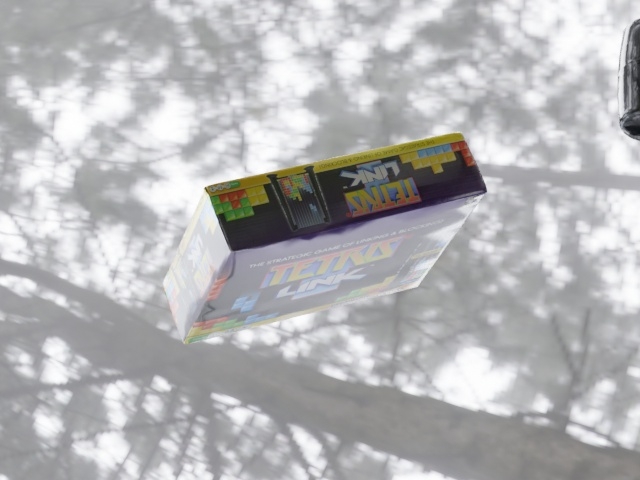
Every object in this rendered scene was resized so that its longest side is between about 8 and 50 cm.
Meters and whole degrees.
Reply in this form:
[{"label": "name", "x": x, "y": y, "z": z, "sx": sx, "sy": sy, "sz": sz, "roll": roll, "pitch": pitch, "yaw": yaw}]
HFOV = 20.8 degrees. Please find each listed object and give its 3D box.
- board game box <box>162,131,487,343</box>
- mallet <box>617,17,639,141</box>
[{"label": "board game box", "x": 0.000, "y": 0.000, "z": 1.076, "sx": 0.170, "sy": 0.141, "sz": 0.048, "roll": -14, "pitch": -110, "yaw": -21}, {"label": "mallet", "x": 0.244, "y": -0.077, "z": 0.918, "sx": 0.190, "sy": 0.039, "sz": 0.062, "roll": 5, "pitch": -116, "yaw": -13}]
